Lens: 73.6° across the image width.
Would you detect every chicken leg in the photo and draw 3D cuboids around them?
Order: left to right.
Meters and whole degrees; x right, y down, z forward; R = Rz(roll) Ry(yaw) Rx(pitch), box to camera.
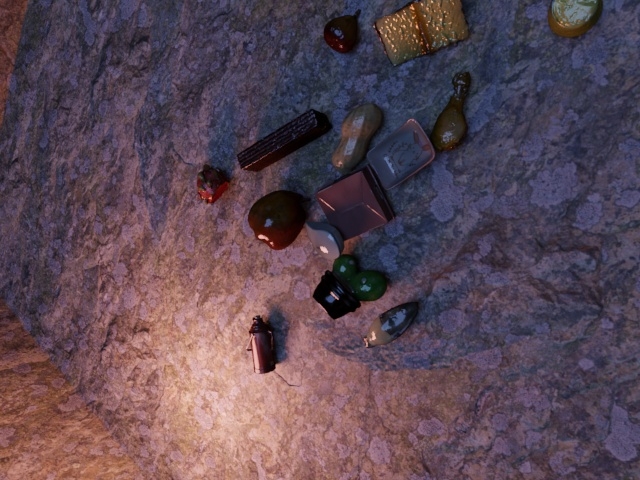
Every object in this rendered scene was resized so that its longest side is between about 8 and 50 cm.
[{"bbox_3d":[0.409,-0.394,1.316,0.107,0.087,0.252,13,97,15],"label":"chicken leg"}]

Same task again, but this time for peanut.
[{"bbox_3d":[0.116,-0.351,1.462,0.123,0.123,0.257,37,114,19],"label":"peanut"}]

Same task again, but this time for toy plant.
[{"bbox_3d":[0.098,0.166,1.521,0.235,0.175,0.218,-45,67,-1],"label":"toy plant"}]

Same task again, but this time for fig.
[{"bbox_3d":[0.077,-0.711,1.460,0.119,0.153,0.119,22,148,14],"label":"fig"}]

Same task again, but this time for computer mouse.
[{"bbox_3d":[0.000,0.000,1.536,0.230,0.079,0.128,11,127,60],"label":"computer mouse"}]

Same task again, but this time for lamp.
[{"bbox_3d":[0.246,0.294,1.488,0.250,0.101,0.101,-41,77,23],"label":"lamp"}]

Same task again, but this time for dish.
[{"bbox_3d":[0.272,-0.279,1.396,0.212,0.077,0.151,-35,79,39],"label":"dish"}]

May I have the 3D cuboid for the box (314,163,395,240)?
[{"bbox_3d":[0.117,-0.122,1.481,0.215,0.086,0.215,-22,101,30],"label":"box"}]

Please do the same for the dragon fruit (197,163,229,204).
[{"bbox_3d":[-0.456,-0.243,1.783,0.133,0.150,0.208,-44,50,27],"label":"dragon fruit"}]

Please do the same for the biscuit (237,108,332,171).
[{"bbox_3d":[-0.140,-0.369,1.603,0.388,0.107,0.073,-22,83,29],"label":"biscuit"}]

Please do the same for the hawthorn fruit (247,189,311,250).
[{"bbox_3d":[-0.141,-0.092,1.606,0.248,0.208,0.208,-40,77,10],"label":"hawthorn fruit"}]

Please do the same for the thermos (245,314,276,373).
[{"bbox_3d":[-0.242,0.424,1.771,0.124,0.098,0.232,-3,96,33],"label":"thermos"}]

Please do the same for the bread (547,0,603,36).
[{"bbox_3d":[0.668,-0.603,1.128,0.129,0.114,0.111,7,107,31],"label":"bread"}]

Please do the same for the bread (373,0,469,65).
[{"bbox_3d":[0.307,-0.678,1.324,0.265,0.178,0.142,-14,58,27],"label":"bread"}]
